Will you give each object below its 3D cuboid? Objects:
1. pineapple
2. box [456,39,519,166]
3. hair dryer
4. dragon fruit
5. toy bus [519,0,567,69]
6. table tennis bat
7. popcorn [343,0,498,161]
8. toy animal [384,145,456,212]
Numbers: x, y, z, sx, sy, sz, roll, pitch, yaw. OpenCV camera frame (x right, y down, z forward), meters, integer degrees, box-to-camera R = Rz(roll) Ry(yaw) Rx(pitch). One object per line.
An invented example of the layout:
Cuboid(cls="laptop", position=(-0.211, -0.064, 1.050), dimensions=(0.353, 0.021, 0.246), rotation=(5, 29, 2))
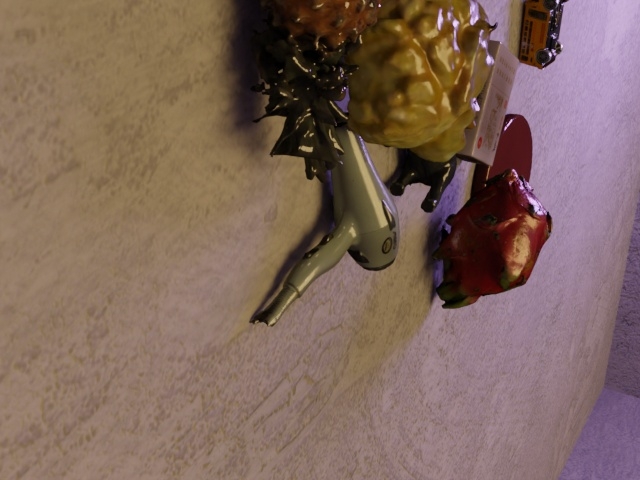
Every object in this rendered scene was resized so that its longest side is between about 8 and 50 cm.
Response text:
Cuboid(cls="pineapple", position=(-0.009, -0.218, 0.967), dimensions=(0.169, 0.169, 0.340), rotation=(-32, 137, -55))
Cuboid(cls="box", position=(0.281, -0.238, 1.625), dimensions=(0.141, 0.058, 0.201), rotation=(6, 98, -64))
Cuboid(cls="hair dryer", position=(0.005, -0.038, 1.181), dimensions=(0.267, 0.092, 0.229), rotation=(-26, 120, -45))
Cuboid(cls="dragon fruit", position=(0.289, 0.000, 1.662), dimensions=(0.198, 0.269, 0.200), rotation=(5, 68, -33))
Cuboid(cls="toy bus", position=(0.434, -0.422, 1.816), dimensions=(0.069, 0.074, 0.162), rotation=(-35, 137, -43))
Cuboid(cls="table tennis bat", position=(0.394, -0.101, 1.944), dimensions=(0.268, 0.051, 0.414), rotation=(-68, 152, -13))
Cuboid(cls="popcorn", position=(0.124, -0.215, 1.135), dimensions=(0.266, 0.192, 0.233), rotation=(56, 33, -36))
Cuboid(cls="toy animal", position=(0.151, -0.169, 1.381), dimensions=(0.137, 0.082, 0.269), rotation=(-47, 139, -49))
